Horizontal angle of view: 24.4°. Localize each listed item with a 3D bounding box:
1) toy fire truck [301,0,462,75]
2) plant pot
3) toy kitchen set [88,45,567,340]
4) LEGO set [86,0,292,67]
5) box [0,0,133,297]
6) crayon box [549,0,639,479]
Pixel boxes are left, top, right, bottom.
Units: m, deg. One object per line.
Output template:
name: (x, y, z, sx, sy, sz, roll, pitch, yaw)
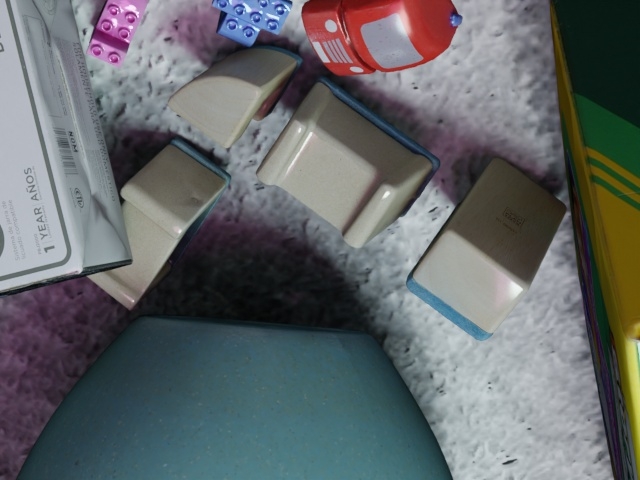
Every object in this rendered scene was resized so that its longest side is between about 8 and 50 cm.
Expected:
toy fire truck: (0.082, -0.159, 0.690, 0.135, 0.192, 0.047, 1, 143, 34)
plant pot: (-0.045, 0.144, 0.837, 0.290, 0.290, 0.195, 4, 88, -1)
toy kitchen set: (0.000, 0.000, 0.832, 0.207, 0.122, 0.166, 37, 119, 3)
LEGO set: (-0.037, -0.160, 0.721, 0.087, 0.093, 0.227, 23, 120, -12)
box: (-0.262, -0.032, 0.775, 0.290, 0.087, 0.169, -15, 90, 10)
crayon box: (0.200, 0.093, 0.745, 0.106, 0.313, 0.363, -9, 122, 8)
